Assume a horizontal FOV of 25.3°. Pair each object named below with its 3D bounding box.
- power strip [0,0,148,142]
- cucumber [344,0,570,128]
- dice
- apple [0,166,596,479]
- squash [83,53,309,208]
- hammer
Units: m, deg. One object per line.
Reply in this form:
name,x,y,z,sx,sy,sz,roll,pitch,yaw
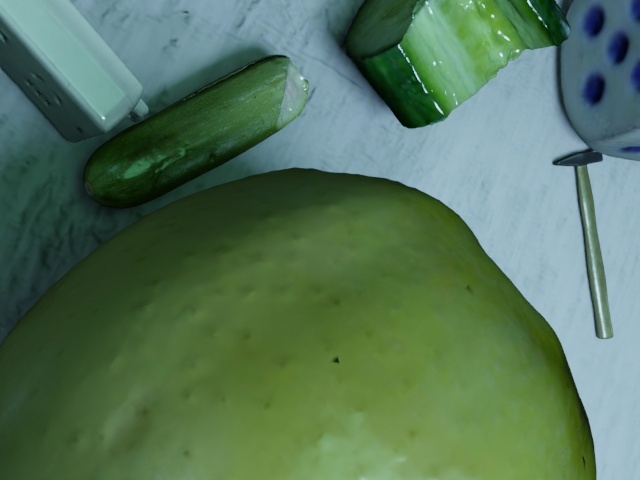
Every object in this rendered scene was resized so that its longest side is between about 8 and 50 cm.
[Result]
power strip,-0.268,-0.210,1.143,0.058,0.098,0.338,-47,108,-20
cucumber,0.118,-0.201,1.332,0.191,0.191,0.130,-45,107,-24
dice,0.371,-0.185,1.454,0.193,0.192,0.194,7,79,-31
apple,-0.023,0.172,1.048,0.474,0.474,0.473,2,86,-30
squash,-0.103,-0.096,1.248,0.239,0.069,0.069,-32,103,-27
hammer,0.283,0.006,1.496,0.062,0.013,0.198,-8,91,-30
